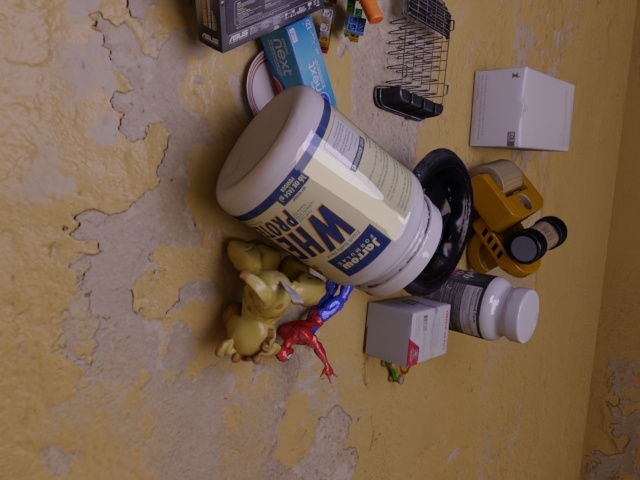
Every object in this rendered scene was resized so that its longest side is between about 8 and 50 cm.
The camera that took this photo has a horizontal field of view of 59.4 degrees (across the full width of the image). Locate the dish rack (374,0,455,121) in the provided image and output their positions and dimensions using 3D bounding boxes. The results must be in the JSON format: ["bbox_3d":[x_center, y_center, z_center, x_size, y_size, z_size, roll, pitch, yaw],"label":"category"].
[{"bbox_3d":[0.220,-0.420,1.269,0.208,0.074,0.271,2,94,-50],"label":"dish rack"}]

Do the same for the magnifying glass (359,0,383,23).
[{"bbox_3d":[0.057,-0.493,1.011,0.092,0.026,0.231,-17,79,-24],"label":"magnifying glass"}]

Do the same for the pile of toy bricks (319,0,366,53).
[{"bbox_3d":[0.059,-0.443,1.073,0.105,0.118,0.212,96,4,-74],"label":"pile of toy bricks"}]

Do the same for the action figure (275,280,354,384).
[{"bbox_3d":[0.018,0.174,1.137,0.280,0.091,0.139,-38,112,-37],"label":"action figure"}]

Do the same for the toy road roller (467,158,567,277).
[{"bbox_3d":[0.511,-0.044,1.613,0.202,0.240,0.329,-21,75,-44],"label":"toy road roller"}]

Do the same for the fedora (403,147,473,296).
[{"bbox_3d":[0.209,-0.047,1.264,0.334,0.153,0.334,-12,106,-47],"label":"fedora"}]

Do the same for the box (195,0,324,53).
[{"bbox_3d":[-0.082,-0.405,0.829,0.231,0.056,0.183,-39,151,-32],"label":"box"}]

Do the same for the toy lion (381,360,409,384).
[{"bbox_3d":[0.201,0.307,1.423,0.096,0.034,0.100,-55,133,-36],"label":"toy lion"}]

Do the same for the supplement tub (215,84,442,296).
[{"bbox_3d":[0.020,-0.070,0.926,0.325,0.235,0.235,35,70,-25],"label":"supplement tub"}]

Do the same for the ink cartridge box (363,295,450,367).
[{"bbox_3d":[0.209,0.210,1.335,0.176,0.127,0.128,-1,98,-48],"label":"ink cartridge box"}]

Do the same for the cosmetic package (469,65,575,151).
[{"bbox_3d":[0.597,-0.370,1.639,0.385,0.156,0.217,-4,101,-47],"label":"cosmetic package"}]

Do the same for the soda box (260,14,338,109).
[{"bbox_3d":[-0.031,-0.276,0.986,0.067,0.071,0.210,-42,127,-35],"label":"soda box"}]

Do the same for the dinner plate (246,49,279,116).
[{"bbox_3d":[-0.081,-0.267,0.997,0.141,0.017,0.141,-13,107,-46],"label":"dinner plate"}]

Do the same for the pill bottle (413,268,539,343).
[{"bbox_3d":[0.388,0.160,1.414,0.162,0.278,0.162,-13,108,-47],"label":"pill bottle"}]

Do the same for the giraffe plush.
[{"bbox_3d":[-0.100,0.120,0.956,0.181,0.210,0.170,22,107,-18],"label":"giraffe plush"}]
